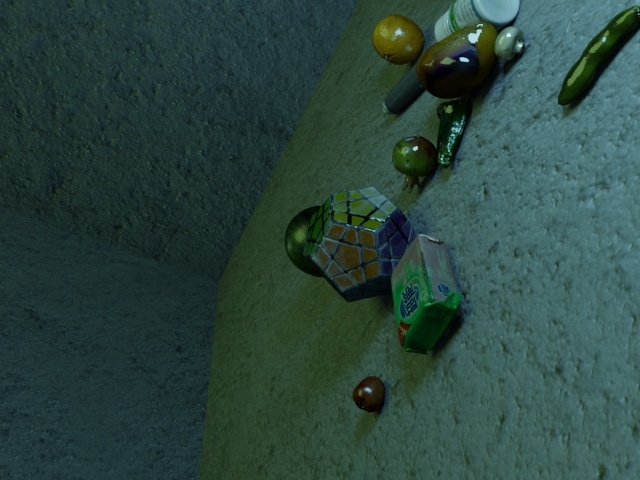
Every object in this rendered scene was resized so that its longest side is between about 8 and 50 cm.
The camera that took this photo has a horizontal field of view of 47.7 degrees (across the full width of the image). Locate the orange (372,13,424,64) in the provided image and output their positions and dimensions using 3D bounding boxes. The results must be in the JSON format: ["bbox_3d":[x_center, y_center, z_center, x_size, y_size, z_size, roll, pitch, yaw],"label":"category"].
[{"bbox_3d":[0.263,-0.680,2.452,0.155,0.177,0.177,-48,20,9],"label":"orange"}]

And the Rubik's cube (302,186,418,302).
[{"bbox_3d":[0.108,0.012,1.970,0.319,0.319,0.264,-46,55,54],"label":"Rubik's cube"}]

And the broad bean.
[{"bbox_3d":[0.544,-0.366,1.414,0.254,0.046,0.065,-55,34,37],"label":"broad bean"}]

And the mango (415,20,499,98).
[{"bbox_3d":[0.354,-0.461,1.895,0.287,0.201,0.153,162,103,-83],"label":"mango"}]

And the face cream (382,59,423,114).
[{"bbox_3d":[0.283,-0.493,2.348,0.283,0.073,0.073,-41,32,58],"label":"face cream"}]

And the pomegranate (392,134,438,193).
[{"bbox_3d":[0.270,-0.215,2.014,0.129,0.159,0.129,-19,23,9],"label":"pomegranate"}]

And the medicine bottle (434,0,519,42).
[{"bbox_3d":[0.413,-0.601,1.947,0.237,0.139,0.139,-20,51,67],"label":"medicine bottle"}]

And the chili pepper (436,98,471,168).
[{"bbox_3d":[0.346,-0.286,1.927,0.108,0.062,0.216,136,148,-56],"label":"chili pepper"}]

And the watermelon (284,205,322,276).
[{"bbox_3d":[0.002,0.003,2.357,0.242,0.242,0.242,-58,20,35],"label":"watermelon"}]

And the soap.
[{"bbox_3d":[0.243,0.126,1.703,0.273,0.098,0.218,-90,19,-54],"label":"soap"}]

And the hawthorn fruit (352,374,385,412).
[{"bbox_3d":[0.129,0.380,1.817,0.093,0.081,0.081,-45,0,-35],"label":"hawthorn fruit"}]

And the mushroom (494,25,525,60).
[{"bbox_3d":[0.464,-0.481,1.765,0.083,0.067,0.083,-42,-34,-37],"label":"mushroom"}]
